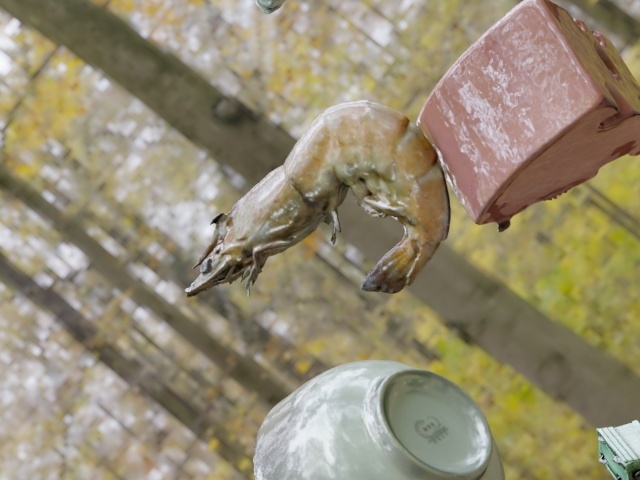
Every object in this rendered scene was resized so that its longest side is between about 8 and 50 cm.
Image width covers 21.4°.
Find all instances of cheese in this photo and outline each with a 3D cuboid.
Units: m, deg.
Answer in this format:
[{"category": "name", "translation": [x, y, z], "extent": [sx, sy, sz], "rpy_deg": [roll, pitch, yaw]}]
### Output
[{"category": "cheese", "translation": [0.200, -0.120, 1.429], "extent": [0.203, 0.128, 0.177], "rpy_deg": [-25, -17, -9]}]

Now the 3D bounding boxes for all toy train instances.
[{"category": "toy train", "translation": [0.324, 0.225, 1.765], "extent": [0.056, 0.038, 0.093], "rpy_deg": [-13, 22, -8]}]

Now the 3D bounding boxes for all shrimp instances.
[{"category": "shrimp", "translation": [0.000, 0.000, 1.545], "extent": [0.296, 0.169, 0.058], "rpy_deg": [-42, -10, 30]}]

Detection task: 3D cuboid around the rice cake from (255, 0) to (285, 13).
[{"category": "rice cake", "translation": [-0.045, -0.380, 1.989], "extent": [0.124, 0.038, 0.211], "rpy_deg": [-46, -37, -32]}]

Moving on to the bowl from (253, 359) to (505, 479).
[{"category": "bowl", "translation": [0.107, 0.290, 2.227], "extent": [0.354, 0.354, 0.185], "rpy_deg": [-36, -14, -50]}]
